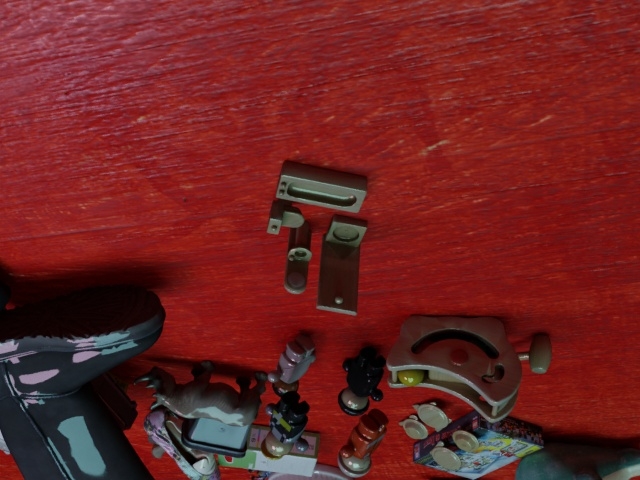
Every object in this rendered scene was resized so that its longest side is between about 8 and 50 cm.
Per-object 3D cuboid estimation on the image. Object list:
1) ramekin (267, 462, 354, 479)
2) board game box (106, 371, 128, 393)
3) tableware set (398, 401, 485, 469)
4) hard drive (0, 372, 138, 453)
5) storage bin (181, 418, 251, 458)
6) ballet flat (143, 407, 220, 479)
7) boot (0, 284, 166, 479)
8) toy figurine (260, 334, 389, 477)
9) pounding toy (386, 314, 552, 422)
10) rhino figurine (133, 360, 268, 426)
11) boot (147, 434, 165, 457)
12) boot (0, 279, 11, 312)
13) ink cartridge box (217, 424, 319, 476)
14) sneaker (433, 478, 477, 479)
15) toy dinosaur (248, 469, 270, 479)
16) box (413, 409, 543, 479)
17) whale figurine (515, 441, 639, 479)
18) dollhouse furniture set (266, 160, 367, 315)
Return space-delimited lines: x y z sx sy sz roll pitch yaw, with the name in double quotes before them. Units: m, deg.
"ramekin" -0.026 0.609 2.039 0.207 0.109 0.207 4 145 3
"board game box" -0.479 0.298 1.717 0.181 0.043 0.092 -17 139 28
"tableware set" 0.236 0.385 1.719 0.169 0.020 0.141 41 138 -2
"hard drive" -0.539 0.290 1.642 0.339 0.064 0.237 -16 122 26
"storage bin" -0.199 0.360 1.741 0.135 0.098 0.091 17 115 -15
"ballet flat" -0.273 0.431 1.813 0.079 0.077 0.221 -30 108 35
"boot" -0.371 0.305 1.480 0.367 0.146 0.445 -8 118 15
"toy figurine" 0.007 0.284 1.492 0.210 0.213 0.148 11 130 -10
"pounding toy" 0.245 0.226 1.431 0.270 0.154 0.155 1 144 7
"rhino figurine" -0.222 0.281 1.606 0.243 0.106 0.073 12 143 -10
"boot" -0.327 0.447 1.909 0.087 0.042 0.118 -1 145 4
"boot" -0.636 0.061 1.359 0.246 0.094 0.207 -10 139 10
"ink cartridge box" -0.112 0.446 1.861 0.209 0.062 0.109 8 145 -3
"sneaker" 0.317 0.570 1.989 0.191 0.071 0.083 5 139 -14
"toy dinosaur" -0.129 0.529 2.020 0.082 0.047 0.090 -19 172 16
"box" 0.319 0.421 1.788 0.159 0.044 0.233 21 142 -21
"whale figurine" 0.524 0.460 1.765 0.272 0.141 0.216 -21 169 2
"dollhouse furniture set" 0.000 0.000 1.170 0.144 0.123 0.151 11 144 -8
